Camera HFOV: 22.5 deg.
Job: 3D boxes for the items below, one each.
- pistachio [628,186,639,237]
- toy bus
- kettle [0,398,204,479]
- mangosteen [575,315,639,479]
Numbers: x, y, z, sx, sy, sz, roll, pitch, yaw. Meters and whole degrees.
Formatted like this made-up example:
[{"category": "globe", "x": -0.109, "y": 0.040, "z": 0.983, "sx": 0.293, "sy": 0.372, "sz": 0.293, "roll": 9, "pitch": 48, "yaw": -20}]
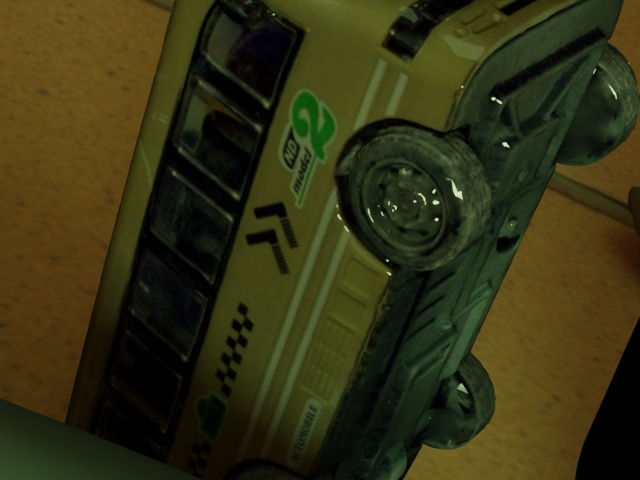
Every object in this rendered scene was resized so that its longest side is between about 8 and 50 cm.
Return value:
[{"category": "pistachio", "x": 0.298, "y": 0.000, "z": 0.942, "sx": 0.238, "sy": 0.153, "sz": 0.137, "roll": 27, "pitch": 76, "yaw": 8}, {"category": "toy bus", "x": 0.000, "y": 0.000, "z": 0.637, "sx": 0.157, "sy": 0.289, "sz": 0.139, "roll": 35, "pitch": 40, "yaw": 20}, {"category": "kettle", "x": -0.131, "y": 0.140, "z": 0.488, "sx": 0.243, "sy": 0.160, "sz": 0.210, "roll": 28, "pitch": 63, "yaw": -8}, {"category": "mangosteen", "x": 0.298, "y": 0.106, "z": 0.610, "sx": 0.382, "sy": 0.382, "sz": 0.435, "roll": 39, "pitch": 26, "yaw": 20}]
